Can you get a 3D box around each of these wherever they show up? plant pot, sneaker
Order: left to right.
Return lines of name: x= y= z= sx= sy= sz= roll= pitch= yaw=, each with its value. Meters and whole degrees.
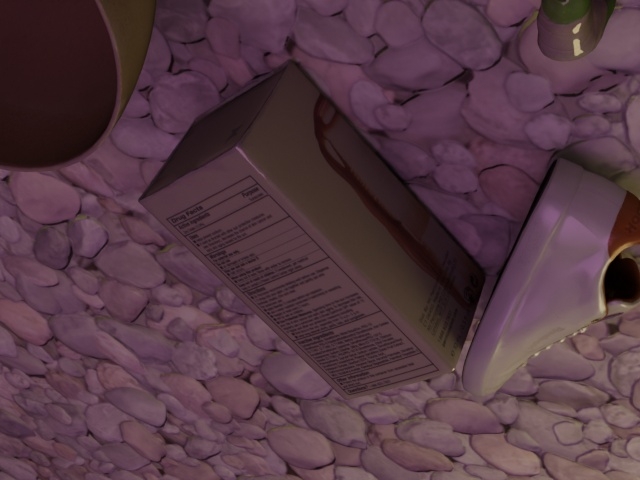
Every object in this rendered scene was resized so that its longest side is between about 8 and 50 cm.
plant pot: x=-0.242 y=-0.222 z=0.797 sx=0.284 sy=0.191 sz=0.284 roll=14 pitch=138 yaw=13
sneaker: x=0.214 y=0.064 z=0.926 sx=0.123 sy=0.106 sz=0.290 roll=23 pitch=138 yaw=7

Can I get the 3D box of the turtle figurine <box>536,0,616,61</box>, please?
turtle figurine: x=0.192 y=-0.241 z=0.626 sx=0.197 sy=0.275 sz=0.266 roll=-17 pitch=148 yaw=12

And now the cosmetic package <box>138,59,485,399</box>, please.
cosmetic package: x=0.000 y=0.000 z=0.953 sx=0.153 sy=0.129 sz=0.296 roll=-21 pitch=122 yaw=42
